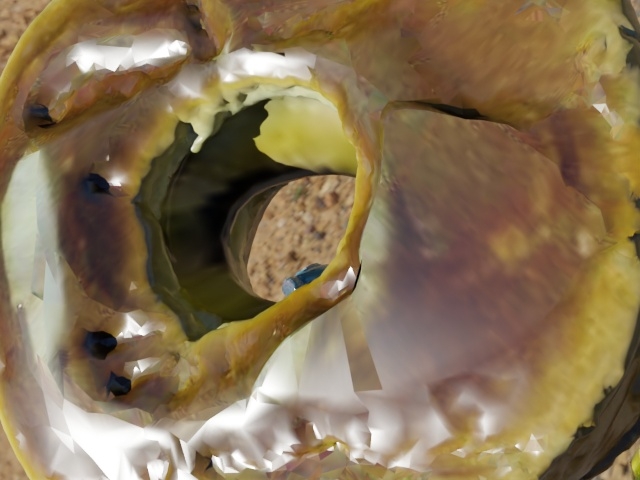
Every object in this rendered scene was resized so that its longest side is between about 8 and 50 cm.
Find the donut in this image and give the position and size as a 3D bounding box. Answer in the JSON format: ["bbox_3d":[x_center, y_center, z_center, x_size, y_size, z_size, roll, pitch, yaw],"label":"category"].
[{"bbox_3d":[0.000,0.000,0.554,0.330,0.160,0.330,-12,65,26],"label":"donut"}]

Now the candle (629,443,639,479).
[{"bbox_3d":[0.258,0.134,0.883,0.052,0.052,0.130,26,142,11],"label":"candle"}]

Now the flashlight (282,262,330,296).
[{"bbox_3d":[0.016,0.048,1.440,0.051,0.129,0.051,15,109,48],"label":"flashlight"}]
